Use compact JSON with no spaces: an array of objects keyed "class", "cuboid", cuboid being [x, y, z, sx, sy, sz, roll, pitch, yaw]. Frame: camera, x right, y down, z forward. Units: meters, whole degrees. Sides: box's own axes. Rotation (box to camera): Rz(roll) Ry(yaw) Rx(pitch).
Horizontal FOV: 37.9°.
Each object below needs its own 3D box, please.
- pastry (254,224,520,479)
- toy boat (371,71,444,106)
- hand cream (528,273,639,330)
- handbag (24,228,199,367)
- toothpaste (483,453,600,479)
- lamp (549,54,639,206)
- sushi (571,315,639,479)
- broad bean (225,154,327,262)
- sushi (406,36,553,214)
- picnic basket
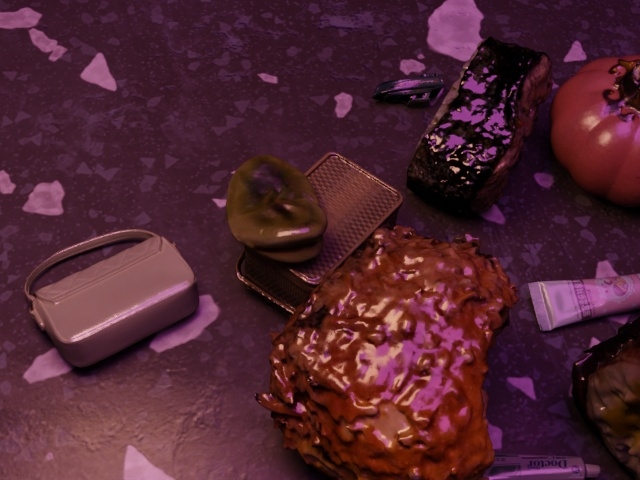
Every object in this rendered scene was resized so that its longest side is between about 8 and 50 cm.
[{"class":"pastry","cuboid":[0.094,0.177,1.324,0.338,0.292,0.405,9,64,12]},{"class":"toy boat","cuboid":[0.166,-0.289,1.806,0.141,0.055,0.060,-8,78,-11]},{"class":"hand cream","cuboid":[0.516,0.090,1.570,0.331,0.058,0.085,-8,72,-6]},{"class":"handbag","cuboid":[-0.338,0.073,1.486,0.256,0.079,0.219,-26,49,-22]},{"class":"toothpaste","cuboid":[0.303,0.338,1.372,0.218,0.041,0.064,1,43,-1]},{"class":"lamp","cuboid":[0.567,-0.212,1.674,0.306,0.239,0.305,3,54,-4]},{"class":"sushi","cuboid":[0.549,0.208,1.338,0.294,0.299,0.281,-34,102,-25]},{"class":"broad bean","cuboid":[-0.069,-0.047,1.435,0.153,0.072,0.206,-20,47,-21]},{"class":"sushi","cuboid":[0.291,-0.200,1.666,0.171,0.211,0.350,28,61,9]},{"class":"picnic basket","cuboid":[0.000,0.000,1.526,0.165,0.139,0.267,34,59,19]}]
